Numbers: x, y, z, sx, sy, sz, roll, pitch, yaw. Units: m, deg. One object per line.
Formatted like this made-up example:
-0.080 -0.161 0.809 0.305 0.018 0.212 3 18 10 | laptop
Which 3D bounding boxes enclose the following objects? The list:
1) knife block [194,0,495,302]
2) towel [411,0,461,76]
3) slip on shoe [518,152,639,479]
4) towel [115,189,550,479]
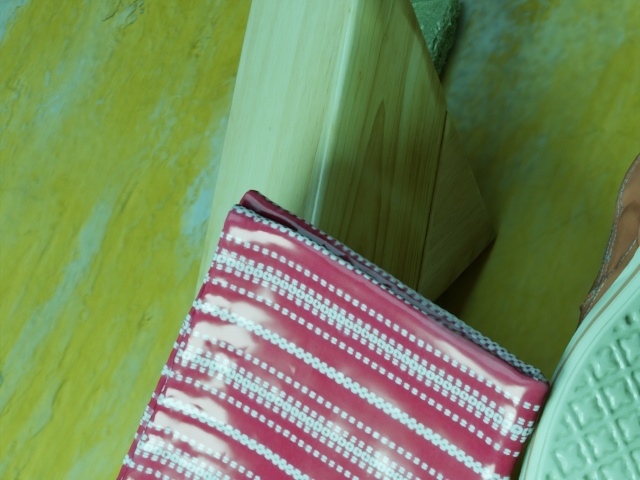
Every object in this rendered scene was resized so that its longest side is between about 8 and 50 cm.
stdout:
-0.015 0.005 1.106 0.088 0.275 0.242 3 34 42 | knife block
0.033 -0.101 1.294 0.110 0.027 0.148 0 61 41 | towel
0.188 0.034 1.008 0.101 0.123 0.331 151 141 -77 | slip on shoe
-0.018 0.138 1.020 0.199 0.031 0.275 32 112 20 | towel
